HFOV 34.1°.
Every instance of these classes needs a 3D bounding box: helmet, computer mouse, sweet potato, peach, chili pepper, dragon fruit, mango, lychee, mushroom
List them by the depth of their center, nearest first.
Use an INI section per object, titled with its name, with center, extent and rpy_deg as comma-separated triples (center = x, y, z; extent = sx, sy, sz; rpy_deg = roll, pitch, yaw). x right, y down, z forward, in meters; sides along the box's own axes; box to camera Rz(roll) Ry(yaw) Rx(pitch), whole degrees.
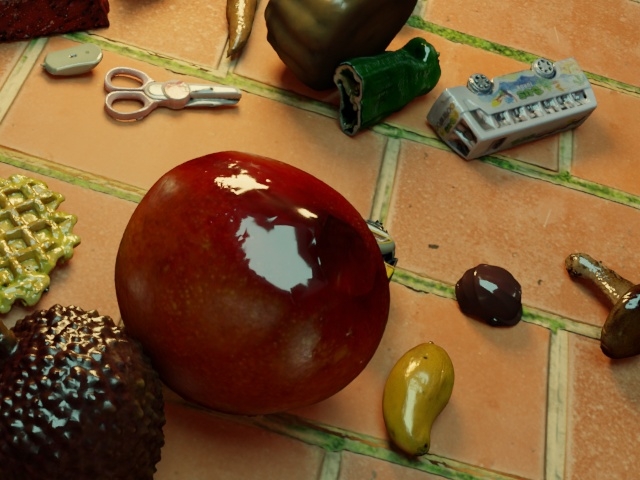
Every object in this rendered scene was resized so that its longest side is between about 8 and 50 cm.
[lychee]
center = -0.327, 0.219, 1.292
extent = 0.276, 0.275, 0.304
rpy_deg = -47, 117, -39
[peach]
center = -0.085, 0.062, 1.411
extent = 0.388, 0.388, 0.388
rpy_deg = 8, 50, -10
[mango]
center = 0.143, 0.229, 1.551
extent = 0.098, 0.075, 0.190
rpy_deg = 19, 56, 6
[helmet]
center = 0.285, 0.083, 1.713
extent = 0.123, 0.070, 0.098
rpy_deg = 17, 49, -2
[mushroom]
center = 0.515, 0.080, 1.765
extent = 0.227, 0.148, 0.217
rpy_deg = -10, 40, -30
[computer mouse]
center = -0.438, -0.314, 1.841
extent = 0.110, 0.032, 0.056
rpy_deg = -16, 57, -15
[dragon fruit]
center = -0.547, -0.479, 1.863
extent = 0.317, 0.152, 0.205
rpy_deg = -16, 57, -27
[chili pepper]
center = 0.137, -0.305, 1.951
extent = 0.099, 0.136, 0.270
rpy_deg = 0, 24, 44
[sweet potato]
center = -0.152, -0.467, 2.031
extent = 0.066, 0.072, 0.314
rpy_deg = 9, 59, -5

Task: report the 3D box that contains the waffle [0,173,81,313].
[waffle]
center = -0.506, -0.005, 1.554
extent = 0.280, 0.060, 0.262
rpy_deg = 17, 47, -5

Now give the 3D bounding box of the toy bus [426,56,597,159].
[toy bus]
center = 0.369, -0.253, 1.994
extent = 0.329, 0.109, 0.136
rpy_deg = -18, 70, -27

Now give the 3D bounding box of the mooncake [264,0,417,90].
[mooncake]
center = 0.032, -0.419, 1.904
extent = 0.290, 0.290, 0.161
rpy_deg = -33, 71, -35

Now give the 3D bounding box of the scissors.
[scissors]
center = -0.260, -0.260, 1.850
extent = 0.242, 0.030, 0.118
rpy_deg = -2, 53, -13

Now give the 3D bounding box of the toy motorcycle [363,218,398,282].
[toy motorcycle]
center = 0.000, 0.000, 1.668
extent = 0.263, 0.091, 0.157
rpy_deg = 25, 32, 10
